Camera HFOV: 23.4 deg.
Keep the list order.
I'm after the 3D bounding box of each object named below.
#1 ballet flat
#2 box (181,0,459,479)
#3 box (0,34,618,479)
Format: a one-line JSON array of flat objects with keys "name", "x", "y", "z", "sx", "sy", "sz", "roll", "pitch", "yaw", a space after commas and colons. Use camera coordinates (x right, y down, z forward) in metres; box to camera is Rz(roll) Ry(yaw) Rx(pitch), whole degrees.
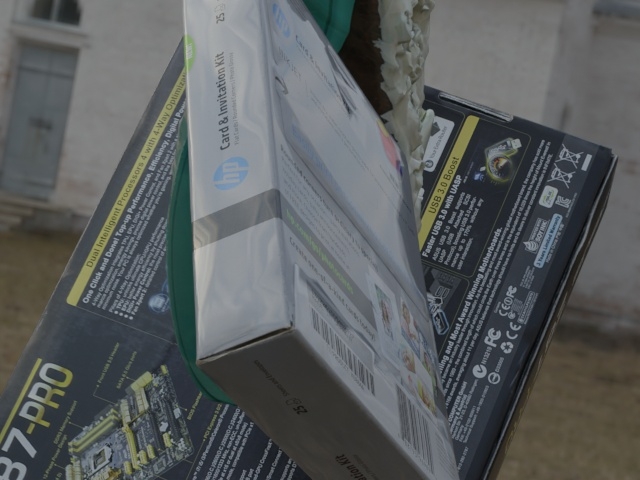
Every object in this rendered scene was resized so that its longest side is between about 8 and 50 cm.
[{"name": "ballet flat", "x": 0.014, "y": -0.094, "z": 0.770, "sx": 0.147, "sy": 0.409, "sz": 0.147, "roll": 6, "pitch": 33, "yaw": -4}, {"name": "box", "x": 0.000, "y": 0.000, "z": 0.572, "sx": 0.038, "sy": 0.186, "sz": 0.145, "roll": -20, "pitch": -41, "yaw": 17}, {"name": "box", "x": -0.019, "y": 0.070, "z": 1.030, "sx": 0.318, "sy": 0.395, "sz": 0.097, "roll": 20, "pitch": -18, "yaw": 12}]
